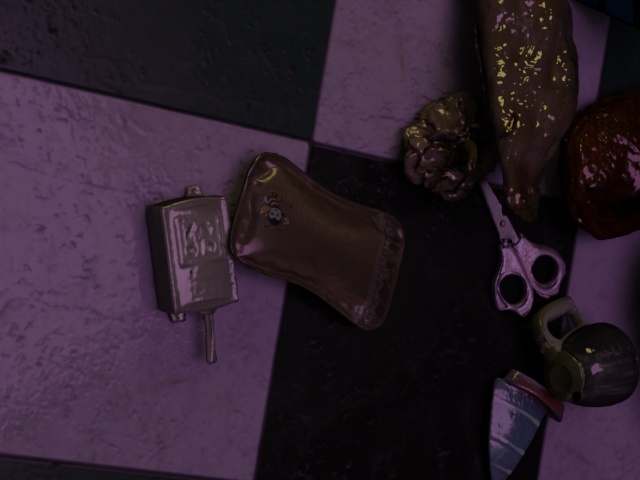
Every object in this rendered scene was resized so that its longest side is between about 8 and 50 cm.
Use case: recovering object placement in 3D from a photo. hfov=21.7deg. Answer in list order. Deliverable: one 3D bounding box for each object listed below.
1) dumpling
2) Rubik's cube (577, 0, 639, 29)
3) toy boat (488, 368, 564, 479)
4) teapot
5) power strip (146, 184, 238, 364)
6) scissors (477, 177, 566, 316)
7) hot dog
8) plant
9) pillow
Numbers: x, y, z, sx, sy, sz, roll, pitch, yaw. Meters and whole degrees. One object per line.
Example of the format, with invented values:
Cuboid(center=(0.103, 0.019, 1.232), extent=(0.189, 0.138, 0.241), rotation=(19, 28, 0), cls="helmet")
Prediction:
Cuboid(center=(0.230, -0.172, 1.761), extent=(0.166, 0.086, 0.332), rotation=(19, 62, -53), cls="dumpling")
Cuboid(center=(0.369, -0.335, 1.797), extent=(0.163, 0.160, 0.162), rotation=(-43, 143, -20), cls="Rubik's cube")
Cuboid(center=(0.209, 0.211, 1.833), extent=(0.096, 0.034, 0.122), rotation=(36, 77, -19), cls="toy boat")
Cuboid(center=(0.279, 0.133, 1.841), extent=(0.091, 0.124, 0.092), rotation=(-11, 130, -41), cls="teapot")
Cuboid(center=(-0.121, 0.035, 1.637), extent=(0.075, 0.042, 0.175), rotation=(-11, 97, -30), cls="power strip")
Cuboid(center=(0.203, -0.010, 1.832), extent=(0.100, 0.015, 0.189), rotation=(-31, 105, -22), cls="scissors")
Cuboid(center=(0.356, -0.087, 1.864), extent=(0.227, 0.099, 0.160), rotation=(-13, 98, -27), cls="hot dog")
Cuboid(center=(0.145, -0.101, 1.741), extent=(0.104, 0.122, 0.116), rotation=(27, 85, -15), cls="plant")
Cuboid(center=(0.000, 0.000, 1.700), extent=(0.217, 0.033, 0.130), rotation=(29, 67, -33), cls="pillow")
